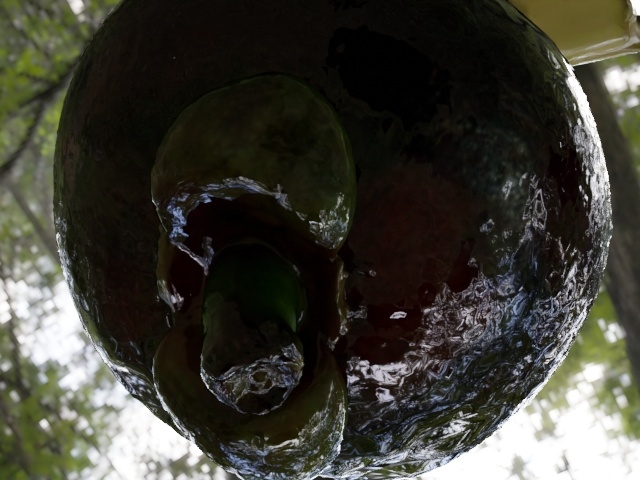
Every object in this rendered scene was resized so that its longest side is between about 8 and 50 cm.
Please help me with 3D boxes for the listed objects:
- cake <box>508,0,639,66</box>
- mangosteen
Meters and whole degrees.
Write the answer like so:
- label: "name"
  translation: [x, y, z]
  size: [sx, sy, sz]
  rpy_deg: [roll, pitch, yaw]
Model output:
- label: "cake"
  translation: [0.066, -0.187, 0.810]
  size: [0.222, 0.227, 0.286]
  rpy_deg: [-12, -170, 15]
- label: "mangosteen"
  translation: [0.001, 0.000, 0.541]
  size: [0.216, 0.216, 0.216]
  rpy_deg: [-22, -153, 12]
